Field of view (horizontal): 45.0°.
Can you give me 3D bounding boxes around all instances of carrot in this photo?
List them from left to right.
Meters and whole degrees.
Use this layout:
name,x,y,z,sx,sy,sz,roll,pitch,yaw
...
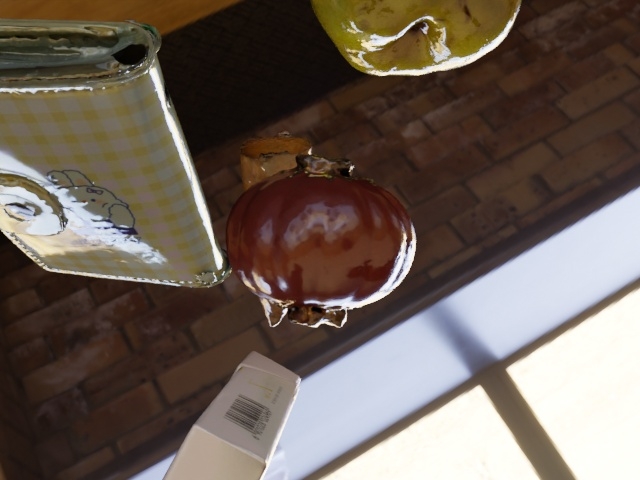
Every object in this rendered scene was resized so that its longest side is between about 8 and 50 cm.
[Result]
name,x,y,z,sx,sy,sz,roll,pitch,yaw
carrot,-0.058,-0.005,1.004,0.102,0.102,0.263,-14,116,-34

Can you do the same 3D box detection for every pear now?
name,x,y,z,sx,sy,sz,roll,pitch,yaw
pear,0.080,-0.247,0.683,0.200,0.200,0.200,-26,151,-16

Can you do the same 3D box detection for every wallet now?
name,x,y,z,sx,sy,sz,roll,pitch,yaw
wallet,-0.212,-0.057,0.690,0.223,0.077,0.309,-1,146,3

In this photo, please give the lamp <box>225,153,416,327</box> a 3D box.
name,x,y,z,sx,sy,sz,roll,pitch,yaw
lamp,0.000,0.000,0.409,0.101,0.101,0.090,-1,97,-46

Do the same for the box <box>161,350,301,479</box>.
name,x,y,z,sx,sy,sz,roll,pitch,yaw
box,-0.049,0.111,0.378,0.084,0.040,0.154,-64,179,4
